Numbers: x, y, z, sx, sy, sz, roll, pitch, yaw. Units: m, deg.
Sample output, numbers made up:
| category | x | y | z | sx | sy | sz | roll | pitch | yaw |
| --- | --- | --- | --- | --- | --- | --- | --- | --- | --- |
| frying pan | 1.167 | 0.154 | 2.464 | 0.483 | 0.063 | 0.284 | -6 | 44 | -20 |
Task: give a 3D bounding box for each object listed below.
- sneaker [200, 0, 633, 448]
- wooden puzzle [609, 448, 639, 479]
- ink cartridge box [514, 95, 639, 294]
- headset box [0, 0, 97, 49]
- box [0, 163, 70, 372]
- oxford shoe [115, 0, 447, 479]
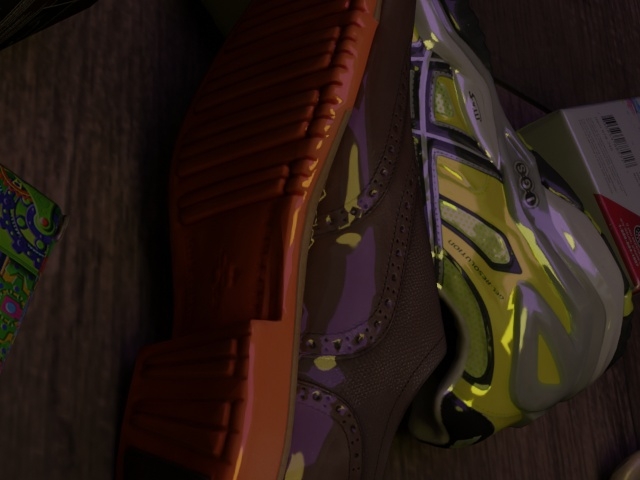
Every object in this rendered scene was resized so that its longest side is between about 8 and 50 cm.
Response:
| category | x | y | z | sx | sy | sz | roll | pitch | yaw |
| --- | --- | --- | --- | --- | --- | --- | --- | --- | --- |
| sneaker | 0.028 | -0.054 | 0.835 | 0.147 | 0.145 | 0.385 | -35 | 86 | -33 |
| wooden puzzle | 0.371 | 0.290 | 1.040 | 0.322 | 0.080 | 0.348 | -6 | 72 | -50 |
| ink cartridge box | 0.184 | -0.016 | 0.986 | 0.176 | 0.127 | 0.128 | -13 | 77 | -51 |
| headset box | -0.214 | -0.171 | 0.603 | 0.218 | 0.110 | 0.293 | 56 | 38 | -6 |
| box | -0.268 | 0.050 | 0.403 | 0.279 | 0.177 | 0.290 | 39 | 43 | -25 |
| oxford shoe | 0.000 | 0.000 | 0.739 | 0.132 | 0.130 | 0.364 | 25 | 71 | -34 |
